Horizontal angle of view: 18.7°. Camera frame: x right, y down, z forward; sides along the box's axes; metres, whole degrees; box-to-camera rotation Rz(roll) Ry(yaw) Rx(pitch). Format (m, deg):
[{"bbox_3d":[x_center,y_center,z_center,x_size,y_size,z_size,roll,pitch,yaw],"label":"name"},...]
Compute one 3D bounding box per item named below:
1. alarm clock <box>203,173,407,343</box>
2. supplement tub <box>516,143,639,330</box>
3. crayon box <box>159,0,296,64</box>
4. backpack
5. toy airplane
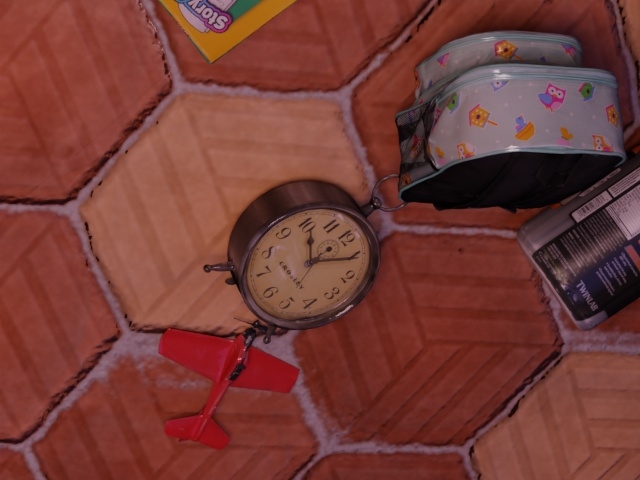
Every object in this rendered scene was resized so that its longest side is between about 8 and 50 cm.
[{"bbox_3d":[0.000,0.000,1.706,0.192,0.064,0.129,-33,126,5],"label":"alarm clock"},{"bbox_3d":[0.284,-0.013,1.766,0.190,0.117,0.117,-34,126,3],"label":"supplement tub"},{"bbox_3d":[-0.102,-0.289,1.475,0.165,0.081,0.278,-36,126,5],"label":"crayon box"},{"bbox_3d":[0.163,-0.100,1.624,0.165,0.188,0.144,3,85,-20],"label":"backpack"},{"bbox_3d":[-0.094,0.134,1.778,0.151,0.028,0.151,-10,124,-15],"label":"toy airplane"}]
